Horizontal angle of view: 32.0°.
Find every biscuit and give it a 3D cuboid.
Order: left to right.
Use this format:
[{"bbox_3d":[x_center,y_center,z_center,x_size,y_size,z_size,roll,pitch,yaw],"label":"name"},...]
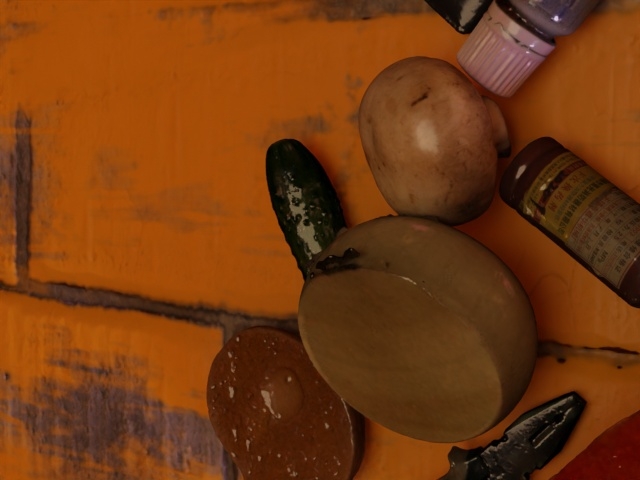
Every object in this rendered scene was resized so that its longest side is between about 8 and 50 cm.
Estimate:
[{"bbox_3d":[-0.035,0.190,1.203,0.181,0.049,0.208,-40,73,28],"label":"biscuit"}]

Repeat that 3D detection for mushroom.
[{"bbox_3d":[0.107,-0.094,1.041,0.166,0.127,0.166,52,156,35],"label":"mushroom"}]

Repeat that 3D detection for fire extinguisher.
[{"bbox_3d":[0.276,0.009,0.976,0.252,0.106,0.075,43,107,31],"label":"fire extinguisher"}]

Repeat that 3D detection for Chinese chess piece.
[{"bbox_3d":[0.089,0.080,1.035,0.238,0.092,0.237,22,138,21],"label":"Chinese chess piece"}]

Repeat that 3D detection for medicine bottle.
[{"bbox_3d":[0.206,-0.224,0.999,0.083,0.083,0.203,45,114,22],"label":"medicine bottle"}]

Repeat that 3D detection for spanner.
[{"bbox_3d":[0.138,0.261,1.088,0.095,0.040,0.325,44,108,7],"label":"spanner"}]

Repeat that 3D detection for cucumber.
[{"bbox_3d":[0.000,0.000,1.161,0.069,0.069,0.227,-24,84,32],"label":"cucumber"}]

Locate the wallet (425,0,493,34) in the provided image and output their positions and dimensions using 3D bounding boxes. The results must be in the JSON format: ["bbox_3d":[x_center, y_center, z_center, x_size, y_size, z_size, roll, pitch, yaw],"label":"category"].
[{"bbox_3d":[0.170,-0.325,1.050,0.124,0.025,0.244,48,116,20],"label":"wallet"}]

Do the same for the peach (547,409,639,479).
[{"bbox_3d":[0.292,0.303,0.893,0.306,0.242,0.380,-20,83,37],"label":"peach"}]
